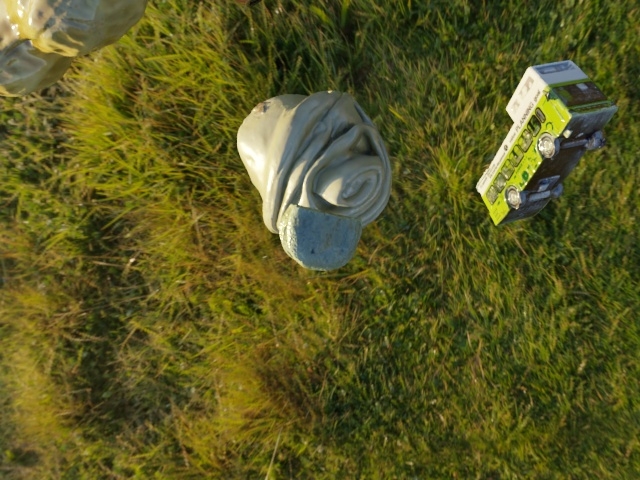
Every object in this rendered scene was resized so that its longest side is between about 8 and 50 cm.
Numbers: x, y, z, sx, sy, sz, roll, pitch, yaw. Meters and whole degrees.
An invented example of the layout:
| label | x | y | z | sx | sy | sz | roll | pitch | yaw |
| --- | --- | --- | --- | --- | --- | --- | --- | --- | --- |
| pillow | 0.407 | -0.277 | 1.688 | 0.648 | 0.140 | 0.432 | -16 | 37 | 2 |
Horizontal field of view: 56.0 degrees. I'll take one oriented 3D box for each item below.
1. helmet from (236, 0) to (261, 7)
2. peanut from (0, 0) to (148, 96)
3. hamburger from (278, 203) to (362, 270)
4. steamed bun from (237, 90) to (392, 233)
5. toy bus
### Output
| label | x | y | z | sx | sy | sz | roll | pitch | yaw |
| --- | --- | --- | --- | --- | --- | --- | --- | --- | --- |
| helmet | -0.125 | -0.545 | 1.107 | 0.193 | 0.189 | 0.216 | 26 | 140 | 18 |
| peanut | -0.311 | -0.268 | 0.697 | 0.306 | 0.147 | 0.147 | -15 | 92 | 36 |
| hamburger | 0.002 | 0.001 | 0.812 | 0.121 | 0.054 | 0.084 | 9 | 97 | -28 |
| steamed bun | 0.019 | -0.164 | 1.258 | 0.310 | 0.219 | 0.324 | -19 | 98 | -30 |
| toy bus | 0.373 | -0.156 | 1.045 | 0.113 | 0.301 | 0.139 | -13 | 60 | -17 |
